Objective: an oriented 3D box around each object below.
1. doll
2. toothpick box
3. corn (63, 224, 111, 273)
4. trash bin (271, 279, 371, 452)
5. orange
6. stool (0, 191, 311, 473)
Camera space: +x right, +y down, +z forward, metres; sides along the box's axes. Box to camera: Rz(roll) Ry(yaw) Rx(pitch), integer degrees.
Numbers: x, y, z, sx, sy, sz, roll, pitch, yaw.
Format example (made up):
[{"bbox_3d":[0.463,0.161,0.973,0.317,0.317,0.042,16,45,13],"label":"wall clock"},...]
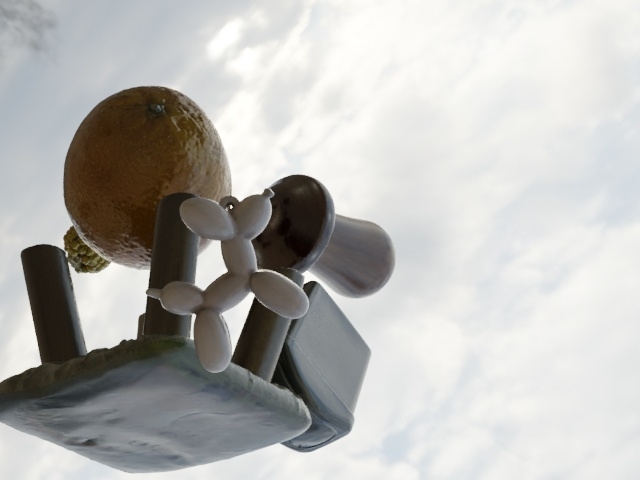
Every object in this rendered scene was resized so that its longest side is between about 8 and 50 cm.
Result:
[{"bbox_3d":[-0.091,0.028,1.053,0.161,0.160,0.059,-36,-177,-1],"label":"doll"},{"bbox_3d":[0.000,0.000,1.919,0.192,0.294,0.192,-18,-118,36],"label":"toothpick box"},{"bbox_3d":[-0.328,-0.054,1.871,0.292,0.101,0.101,-41,-158,-22],"label":"corn"},{"bbox_3d":[-0.020,0.180,1.498,0.101,0.176,0.236,-32,-165,27],"label":"trash bin"},{"bbox_3d":[-0.242,-0.090,1.509,0.264,0.264,0.264,-37,-150,26],"label":"orange"},{"bbox_3d":[-0.200,0.129,1.299,0.310,0.310,0.226,-19,-126,26],"label":"stool"}]
